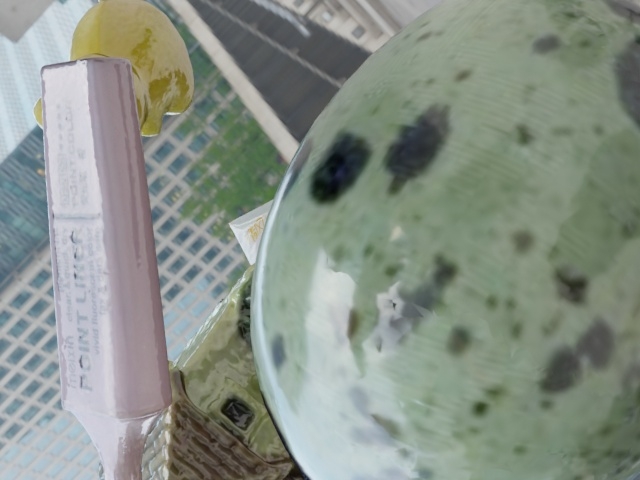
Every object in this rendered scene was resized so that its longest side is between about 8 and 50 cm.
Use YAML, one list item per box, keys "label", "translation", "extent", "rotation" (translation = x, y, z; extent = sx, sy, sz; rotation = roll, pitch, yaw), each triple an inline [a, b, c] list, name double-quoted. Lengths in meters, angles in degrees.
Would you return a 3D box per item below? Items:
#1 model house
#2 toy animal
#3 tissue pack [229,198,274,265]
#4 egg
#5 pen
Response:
- label: "model house"
  translation: [-0.042, 0.216, 0.828]
  extent: [0.321, 0.261, 0.266]
  rotation: [39, -145, -2]
- label: "toy animal"
  translation: [-0.114, -0.079, 0.448]
  extent: [0.159, 0.070, 0.083]
  rotation: [-89, -13, -61]
- label: "tissue pack"
  translation: [0.000, 0.000, 1.367]
  extent: [0.185, 0.225, 0.124]
  rotation: [63, -167, 6]
- label: "egg"
  translation: [0.112, 0.006, 0.541]
  extent: [0.287, 0.379, 0.287]
  rotation: [27, -179, 0]
- label: "pen"
  translation: [-0.092, 0.024, 0.359]
  extent: [0.032, 0.053, 0.197]
  rotation: [-14, -79, -54]
